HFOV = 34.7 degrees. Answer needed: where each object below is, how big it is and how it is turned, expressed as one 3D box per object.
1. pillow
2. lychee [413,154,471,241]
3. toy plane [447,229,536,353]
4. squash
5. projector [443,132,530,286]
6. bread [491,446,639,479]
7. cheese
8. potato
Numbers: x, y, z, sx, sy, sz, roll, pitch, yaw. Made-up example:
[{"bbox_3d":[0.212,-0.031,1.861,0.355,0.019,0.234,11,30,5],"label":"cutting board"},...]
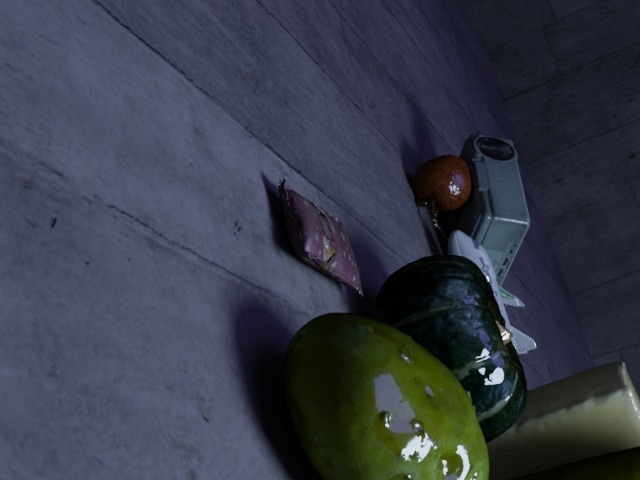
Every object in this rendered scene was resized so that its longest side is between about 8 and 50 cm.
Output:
[{"bbox_3d":[0.000,0.000,1.220,0.185,0.043,0.118,41,26,-59],"label":"pillow"},{"bbox_3d":[0.218,-0.092,1.821,0.140,0.114,0.101,-53,165,-45],"label":"lychee"},{"bbox_3d":[0.276,0.104,1.769,0.255,0.101,0.251,62,27,1],"label":"toy plane"},{"bbox_3d":[0.170,0.144,1.329,0.252,0.165,0.252,52,23,-32],"label":"squash"},{"bbox_3d":[0.301,-0.057,1.907,0.257,0.099,0.192,-89,-167,-48],"label":"projector"},{"bbox_3d":[0.381,0.380,1.306,0.251,0.376,0.208,50,28,-40],"label":"bread"},{"bbox_3d":[0.356,0.330,1.479,0.243,0.265,0.124,65,17,-8],"label":"cheese"},{"bbox_3d":[0.061,0.181,1.001,0.253,0.148,0.186,50,39,-9],"label":"potato"}]
